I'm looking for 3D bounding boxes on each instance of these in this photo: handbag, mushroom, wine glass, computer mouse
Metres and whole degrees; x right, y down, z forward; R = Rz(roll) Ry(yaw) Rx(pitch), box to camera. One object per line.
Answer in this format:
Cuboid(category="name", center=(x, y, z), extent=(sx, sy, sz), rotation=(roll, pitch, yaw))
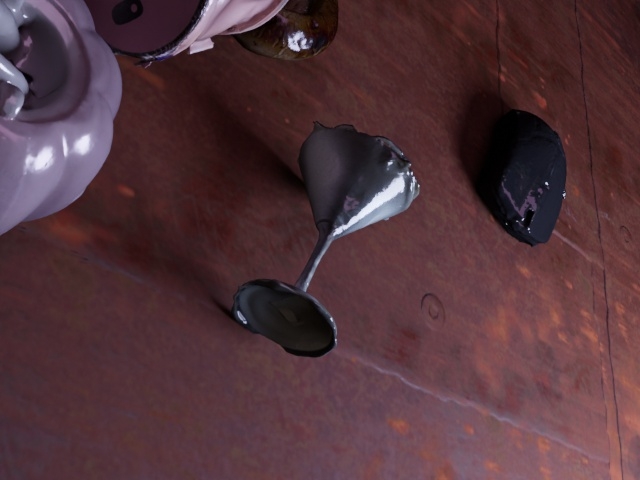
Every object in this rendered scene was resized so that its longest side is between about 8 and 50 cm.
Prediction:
Cuboid(category="handbag", center=(-0.115, -0.248, 0.610), extent=(0.116, 0.179, 0.205), rotation=(-29, 101, -56))
Cuboid(category="mushroom", center=(-0.060, -0.235, 0.733), extent=(0.171, 0.080, 0.135), rotation=(35, 38, -30))
Cuboid(category="wine glass", center=(0.000, 0.000, 0.671), extent=(0.122, 0.122, 0.183), rotation=(46, 50, -22))
Cuboid(category="computer mouse", center=(0.274, -0.094, 1.022), extent=(0.122, 0.073, 0.217), rotation=(44, 47, -24))

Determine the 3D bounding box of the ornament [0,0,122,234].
Cuboid(category="ornament", center=(-0.203, -0.089, 0.454), extent=(0.178, 0.177, 0.177), rotation=(21, 58, -39))
